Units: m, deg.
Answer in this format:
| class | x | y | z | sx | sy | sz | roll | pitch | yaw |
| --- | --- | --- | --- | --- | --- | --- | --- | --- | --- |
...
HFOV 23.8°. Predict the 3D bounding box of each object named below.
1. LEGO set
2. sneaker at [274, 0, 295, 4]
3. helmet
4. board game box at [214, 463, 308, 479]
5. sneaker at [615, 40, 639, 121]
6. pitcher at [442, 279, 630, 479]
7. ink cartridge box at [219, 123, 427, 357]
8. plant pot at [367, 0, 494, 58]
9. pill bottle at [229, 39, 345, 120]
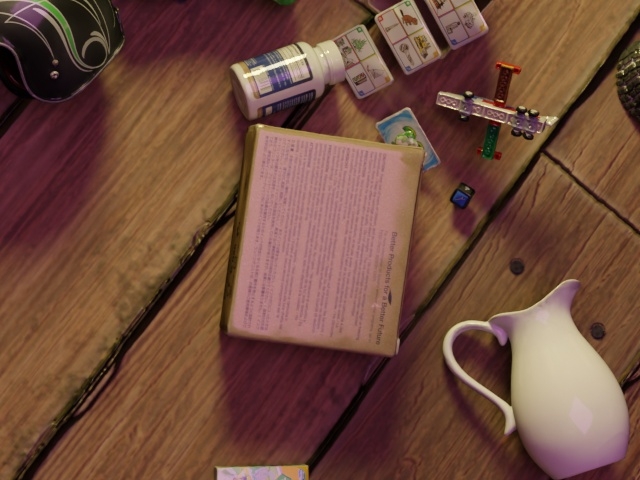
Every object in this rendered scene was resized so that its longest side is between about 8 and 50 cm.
| class | x | y | z | sx | sy | sz | roll | pitch | yaw |
| --- | --- | --- | --- | --- | --- | --- | --- | --- | --- |
| LEGO set | 0.146 | -0.163 | 1.721 | 0.182 | 0.060 | 0.244 | -26 | 99 | 29 |
| sneaker | -0.159 | -0.322 | 1.678 | 0.295 | 0.109 | 0.123 | 21 | 104 | -11 |
| helmet | -0.306 | -0.231 | 1.600 | 0.169 | 0.169 | 0.161 | -44 | 111 | -11 |
| board game box | -0.065 | 0.327 | 1.681 | 0.103 | 0.026 | 0.154 | 0 | 87 | -11 |
| sneaker | 0.411 | -0.166 | 1.804 | 0.073 | 0.063 | 0.162 | -33 | 98 | -29 |
| pitcher | 0.246 | 0.169 | 1.719 | 0.177 | 0.125 | 0.207 | -20 | 80 | 8 |
| ink cartridge box | 0.000 | 0.000 | 1.676 | 0.193 | 0.088 | 0.235 | 9 | 90 | -11 |
| plant pot | 0.136 | -0.293 | 1.717 | 0.109 | 0.109 | 0.096 | 37 | 39 | -7 |
| pill bottle | -0.036 | -0.183 | 1.699 | 0.120 | 0.067 | 0.067 | -20 | 91 | -12 |
